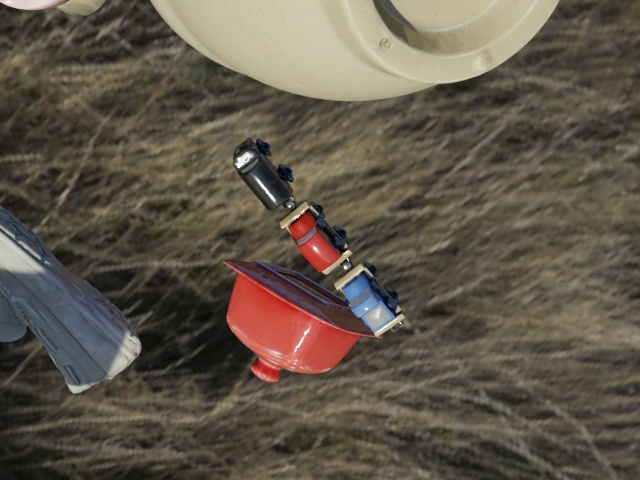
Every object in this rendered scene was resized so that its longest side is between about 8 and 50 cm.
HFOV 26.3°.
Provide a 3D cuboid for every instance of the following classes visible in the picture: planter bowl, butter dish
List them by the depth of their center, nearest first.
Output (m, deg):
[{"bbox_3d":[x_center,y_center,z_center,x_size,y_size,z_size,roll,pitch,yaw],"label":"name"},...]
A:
[{"bbox_3d":[0.023,-0.117,0.487,0.162,0.162,0.109,10,20,-34],"label":"planter bowl"},{"bbox_3d":[-0.038,0.102,1.527,0.160,0.118,0.160,31,5,27],"label":"butter dish"}]

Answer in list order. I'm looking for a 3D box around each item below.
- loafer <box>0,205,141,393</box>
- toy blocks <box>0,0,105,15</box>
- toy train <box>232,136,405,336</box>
[{"bbox_3d":[-0.318,0.059,1.461,0.319,0.111,0.112,49,-2,-38],"label":"loafer"},{"bbox_3d":[-0.254,-0.301,0.783,0.308,0.289,0.260,18,4,5],"label":"toy blocks"},{"bbox_3d":[0.000,0.000,0.866,0.158,0.027,0.036,49,16,-11],"label":"toy train"}]
